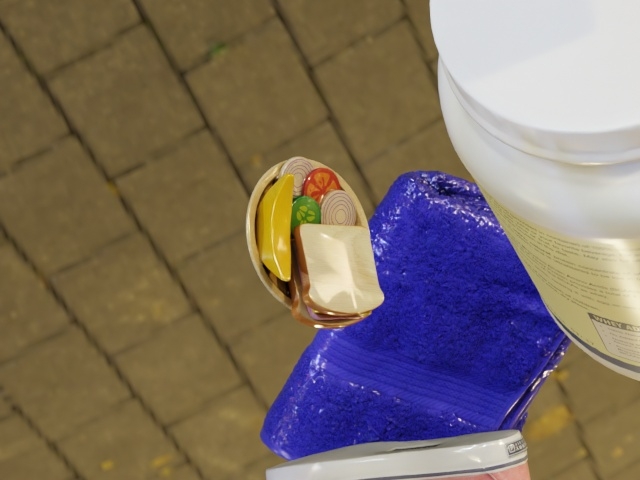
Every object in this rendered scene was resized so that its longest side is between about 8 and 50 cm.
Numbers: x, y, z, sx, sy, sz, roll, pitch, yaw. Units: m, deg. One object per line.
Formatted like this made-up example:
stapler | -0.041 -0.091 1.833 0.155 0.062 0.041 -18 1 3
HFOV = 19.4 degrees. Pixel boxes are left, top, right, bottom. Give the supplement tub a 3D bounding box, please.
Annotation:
supplement tub | 0.207 -0.071 1.134 0.235 0.235 0.325 -32 146 4

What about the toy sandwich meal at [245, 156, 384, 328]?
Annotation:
toy sandwich meal | 0.000 0.000 0.890 0.085 0.086 0.029 8 165 -39

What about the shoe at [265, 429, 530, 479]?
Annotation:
shoe | 0.048 0.165 1.131 0.178 0.081 0.063 -10 -179 31

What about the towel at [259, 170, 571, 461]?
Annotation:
towel | 0.106 0.098 1.625 0.227 0.076 0.308 16 119 -20
